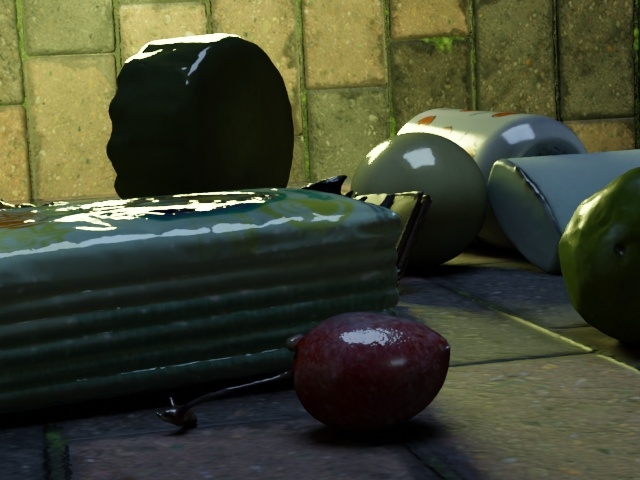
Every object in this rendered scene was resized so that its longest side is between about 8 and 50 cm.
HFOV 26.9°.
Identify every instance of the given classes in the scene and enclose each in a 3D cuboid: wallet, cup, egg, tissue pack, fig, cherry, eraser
[{"bbox_3d":[0.048,-0.005,1.729,0.042,0.124,0.230,30,-17,-27],"label":"wallet"},{"bbox_3d":[0.264,-0.096,2.047,0.212,0.212,0.317,-6,8,-25],"label":"cup"},{"bbox_3d":[0.132,-0.058,1.865,0.188,0.189,0.253,-4,7,-12],"label":"egg"},{"bbox_3d":[-0.150,0.044,1.226,0.388,0.162,0.287,-7,8,-21],"label":"tissue pack"},{"bbox_3d":[0.295,0.025,1.265,0.167,0.167,0.233,-9,-14,-41],"label":"fig"},{"bbox_3d":[-0.007,0.103,1.011,0.225,0.090,0.107,-10,15,22],"label":"cherry"},{"bbox_3d":[0.396,-0.048,1.836,0.290,0.104,0.189,-5,37,-22],"label":"eraser"}]

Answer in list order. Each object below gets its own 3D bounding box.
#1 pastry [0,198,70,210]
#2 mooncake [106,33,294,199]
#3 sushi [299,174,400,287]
[{"bbox_3d":[-0.417,0.011,1.660,0.257,0.121,0.235,2,-10,-40],"label":"pastry"},{"bbox_3d":[-0.205,-0.168,2.257,0.194,0.356,0.356,3,9,31],"label":"mooncake"},{"bbox_3d":[0.000,0.000,1.619,0.115,0.147,0.212,-11,2,-27],"label":"sushi"}]
